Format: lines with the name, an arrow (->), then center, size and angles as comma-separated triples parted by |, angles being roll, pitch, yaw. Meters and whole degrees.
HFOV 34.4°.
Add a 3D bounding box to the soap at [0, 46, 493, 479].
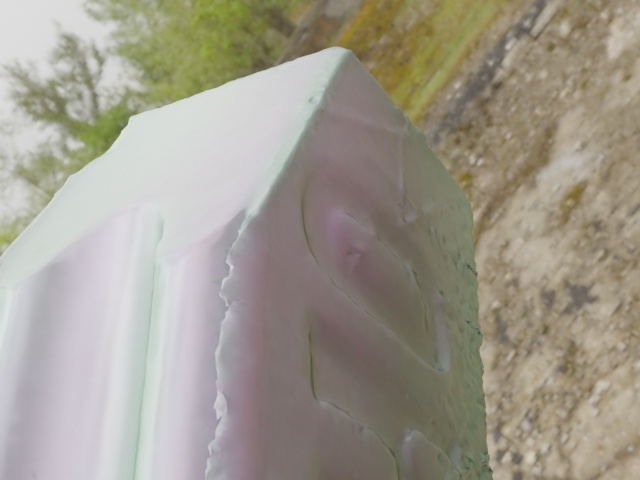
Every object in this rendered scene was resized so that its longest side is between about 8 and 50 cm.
soap -> -0.028, 0.126, 0.481 | 0.156, 0.261, 0.446 | -16, 53, 26
